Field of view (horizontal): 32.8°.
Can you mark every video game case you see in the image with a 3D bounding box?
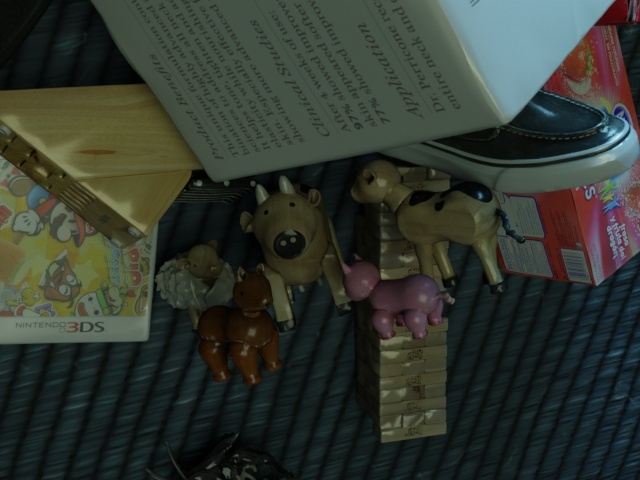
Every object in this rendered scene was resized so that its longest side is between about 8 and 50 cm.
[{"bbox_3d":[-0.278,0.000,1.177,0.206,0.026,0.226,1,99,-28],"label":"video game case"}]

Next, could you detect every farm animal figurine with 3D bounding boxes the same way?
[{"bbox_3d":[0.000,0.000,1.143,0.330,0.327,0.172,-20,104,-15],"label":"farm animal figurine"}]

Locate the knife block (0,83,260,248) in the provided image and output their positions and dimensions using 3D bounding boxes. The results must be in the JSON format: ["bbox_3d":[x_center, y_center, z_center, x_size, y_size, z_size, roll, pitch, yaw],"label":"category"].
[{"bbox_3d":[-0.182,-0.126,1.148,0.276,0.088,0.242,39,64,-16],"label":"knife block"}]

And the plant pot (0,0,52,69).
[{"bbox_3d":[-0.335,-0.279,1.040,0.167,0.188,0.187,-48,113,-16],"label":"plant pot"}]

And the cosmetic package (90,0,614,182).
[{"bbox_3d":[0.024,-0.291,0.975,0.327,0.394,0.329,-48,116,-33],"label":"cosmetic package"}]

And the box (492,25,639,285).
[{"bbox_3d":[0.270,-0.114,1.271,0.142,0.154,0.299,-33,113,-31],"label":"box"}]

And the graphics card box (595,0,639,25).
[{"bbox_3d":[0.383,-0.361,1.188,0.371,0.094,0.232,-18,109,-47],"label":"graphics card box"}]

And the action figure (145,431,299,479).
[{"bbox_3d":[-0.073,0.331,1.304,0.276,0.141,0.164,25,107,-24],"label":"action figure"}]

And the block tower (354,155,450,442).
[{"bbox_3d":[0.097,0.069,1.314,0.091,0.097,0.335,-5,104,-17],"label":"block tower"}]

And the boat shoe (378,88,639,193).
[{"bbox_3d":[0.164,-0.135,1.131,0.121,0.335,0.119,-42,130,-37],"label":"boat shoe"}]
